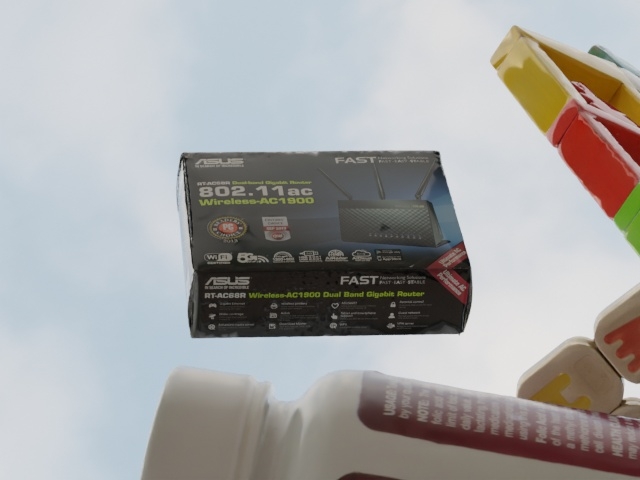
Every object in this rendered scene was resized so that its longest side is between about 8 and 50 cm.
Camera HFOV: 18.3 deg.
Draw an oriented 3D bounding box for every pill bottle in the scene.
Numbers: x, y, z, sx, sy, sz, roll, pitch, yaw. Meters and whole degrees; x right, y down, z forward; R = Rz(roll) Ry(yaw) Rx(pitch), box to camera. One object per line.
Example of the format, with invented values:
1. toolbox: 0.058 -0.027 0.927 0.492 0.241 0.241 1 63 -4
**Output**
1. pill bottle: 0.083 0.204 1.256 0.392 0.224 0.224 10 -106 2

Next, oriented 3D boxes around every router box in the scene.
1. router box: 0.000 0.000 0.873 0.122 0.038 0.092 -1 -145 -8

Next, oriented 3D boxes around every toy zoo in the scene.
1. toy zoo: 0.211 -0.034 1.142 0.192 0.293 0.030 20 -66 -31

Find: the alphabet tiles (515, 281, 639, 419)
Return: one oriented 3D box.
1. alphabet tiles: 0.273 0.168 1.386 0.278 0.021 0.284 -39 -84 14
